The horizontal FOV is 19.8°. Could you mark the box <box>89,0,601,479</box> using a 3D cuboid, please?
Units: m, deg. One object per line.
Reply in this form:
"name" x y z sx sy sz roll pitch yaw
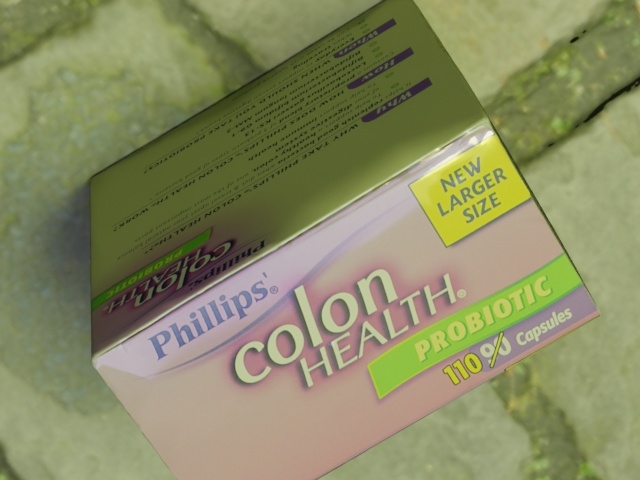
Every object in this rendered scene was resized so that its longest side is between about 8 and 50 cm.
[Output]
"box" 0.000 0.000 0.950 0.213 0.243 0.117 -31 112 5
